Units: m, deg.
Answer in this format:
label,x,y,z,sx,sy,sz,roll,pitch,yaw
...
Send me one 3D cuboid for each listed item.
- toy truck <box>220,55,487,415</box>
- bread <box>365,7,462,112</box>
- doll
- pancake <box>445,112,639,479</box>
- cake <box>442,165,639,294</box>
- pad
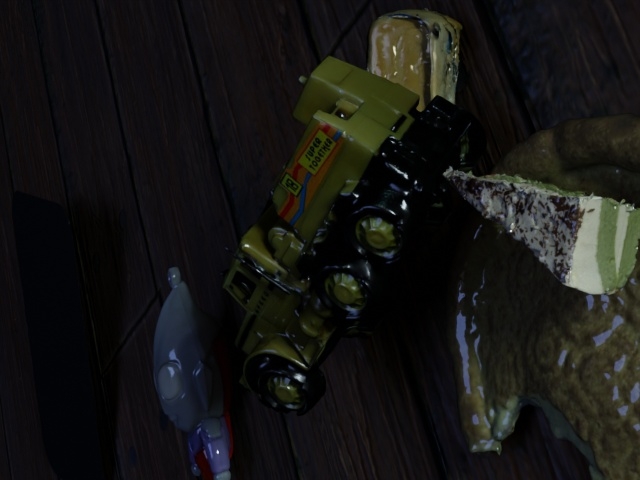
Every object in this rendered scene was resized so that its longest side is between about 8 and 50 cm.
label,x,y,z,sx,sy,sz,roll,pitch,yaw
toy truck,0.003,0.004,0.875,0.127,0.127,0.257,30,135,7
bread,0.066,-0.111,0.898,0.072,0.053,0.105,5,96,37
doll,-0.116,0.136,1.184,0.102,0.075,0.227,176,83,-69
pancake,0.160,0.064,0.744,0.286,0.033,0.288,-50,48,46
cake,0.125,-0.024,0.726,0.140,0.051,0.055,46,126,50
pad,-0.313,0.121,1.574,0.315,0.063,0.375,15,112,58
